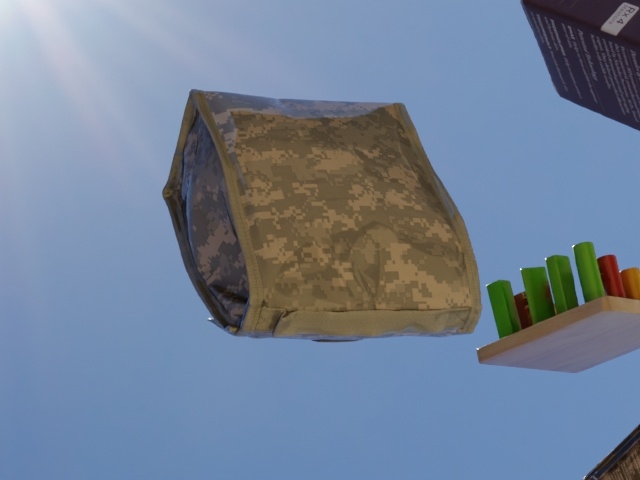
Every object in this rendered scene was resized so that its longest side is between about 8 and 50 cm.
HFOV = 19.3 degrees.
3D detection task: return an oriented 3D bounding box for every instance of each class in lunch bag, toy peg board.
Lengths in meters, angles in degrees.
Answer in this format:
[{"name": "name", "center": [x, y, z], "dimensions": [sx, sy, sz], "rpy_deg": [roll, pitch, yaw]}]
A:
[{"name": "lunch bag", "center": [0.000, 0.000, 1.790], "dimensions": [0.235, 0.287, 0.169], "rpy_deg": [2, -52, -21]}, {"name": "toy peg board", "center": [0.255, 0.064, 1.837], "dimensions": [0.160, 0.161, 0.079], "rpy_deg": [8, -116, -45]}]

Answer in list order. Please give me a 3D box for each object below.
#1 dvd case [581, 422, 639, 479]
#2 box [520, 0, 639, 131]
[{"name": "dvd case", "center": [0.331, 0.192, 1.673], "dimensions": [0.221, 0.018, 0.164], "rpy_deg": [-41, -49, -17]}, {"name": "box", "center": [0.364, -0.236, 2.080], "dimensions": [0.168, 0.203, 0.167], "rpy_deg": [-47, -43, -17]}]
